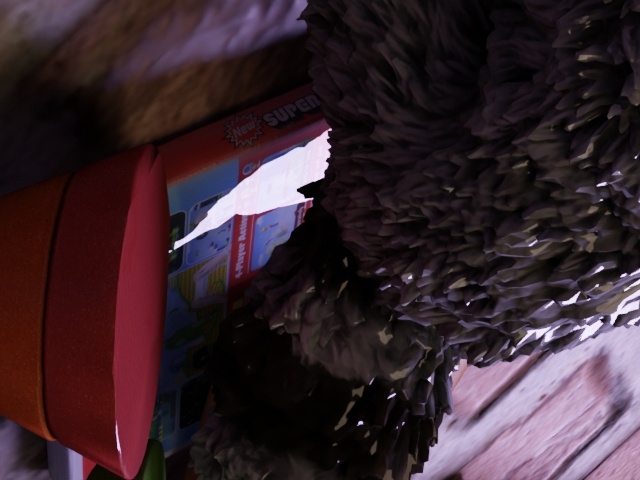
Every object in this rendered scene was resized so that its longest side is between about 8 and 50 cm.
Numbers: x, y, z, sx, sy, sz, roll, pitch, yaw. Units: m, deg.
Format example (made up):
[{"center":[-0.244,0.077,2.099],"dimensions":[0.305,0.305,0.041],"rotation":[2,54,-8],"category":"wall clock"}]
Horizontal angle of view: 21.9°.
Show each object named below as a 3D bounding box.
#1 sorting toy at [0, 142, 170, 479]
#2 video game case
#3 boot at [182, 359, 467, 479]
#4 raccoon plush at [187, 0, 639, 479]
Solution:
[{"center":[-0.128,0.121,0.667],"dimensions":[0.126,0.127,0.365],"rotation":[5,126,1],"category":"sorting toy"},{"center":[0.000,0.000,0.774],"dimensions":[0.285,0.025,0.204],"rotation":[-26,147,-26],"category":"video game case"},{"center":[0.016,0.127,0.896],"dimensions":[0.264,0.096,0.280],"rotation":[-6,139,-32],"category":"boot"},{"center":[0.141,0.012,0.598],"dimensions":[0.216,0.299,0.446],"rotation":[-4,119,-36],"category":"raccoon plush"}]
